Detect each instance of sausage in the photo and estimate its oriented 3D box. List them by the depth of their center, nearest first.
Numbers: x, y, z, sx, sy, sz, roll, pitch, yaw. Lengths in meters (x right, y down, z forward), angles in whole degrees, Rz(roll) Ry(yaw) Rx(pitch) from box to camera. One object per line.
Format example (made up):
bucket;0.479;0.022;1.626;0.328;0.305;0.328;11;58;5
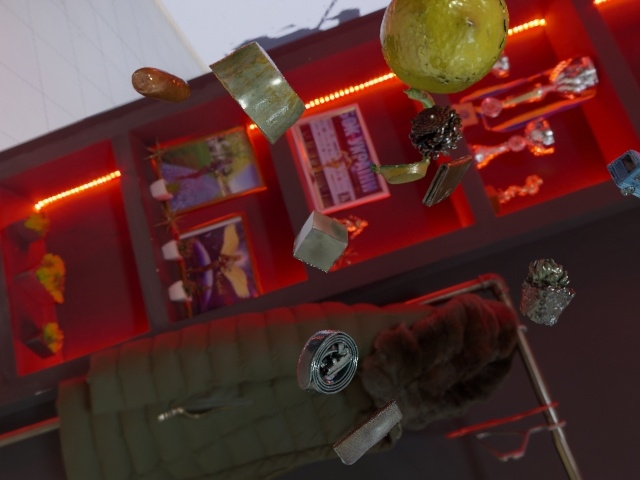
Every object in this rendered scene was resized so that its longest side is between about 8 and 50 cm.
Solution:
sausage;-0.381;-0.375;1.335;0.197;0.076;0.076;-23;94;-75

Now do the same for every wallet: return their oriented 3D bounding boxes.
wallet;0.252;-0.118;1.082;0.026;0.095;0.176;34;26;17
wallet;0.163;0.642;1.836;0.031;0.255;0.137;43;-15;49

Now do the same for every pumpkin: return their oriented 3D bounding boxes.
pumpkin;-0.199;-0.510;1.842;0.332;0.199;0.332;47;2;-3

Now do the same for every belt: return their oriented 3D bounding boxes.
belt;0.024;0.444;1.978;0.267;0.116;0.206;-43;114;-37

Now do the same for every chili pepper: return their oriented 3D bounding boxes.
chili pepper;0.335;-0.436;1.748;0.208;0.049;0.043;26;9;-47

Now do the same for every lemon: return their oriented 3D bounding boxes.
lemon;0.343;-0.590;1.566;0.387;0.350;0.350;-141;-151;-73

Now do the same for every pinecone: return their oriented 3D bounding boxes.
pinecone;0.290;-0.268;1.376;0.140;0.140;0.121;-102;170;-53

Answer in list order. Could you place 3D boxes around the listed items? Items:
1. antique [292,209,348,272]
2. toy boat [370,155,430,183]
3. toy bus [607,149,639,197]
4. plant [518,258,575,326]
antique;0.000;0.000;1.937;0.147;0.152;0.148;26;32;-16
toy boat;0.304;-0.268;2.068;0.089;0.229;0.088;71;10;-67
toy bus;1.147;-0.218;1.945;0.134;0.246;0.113;-52;-150;42
plant;0.696;0.157;1.695;0.132;0.129;0.194;-137;-122;-68
